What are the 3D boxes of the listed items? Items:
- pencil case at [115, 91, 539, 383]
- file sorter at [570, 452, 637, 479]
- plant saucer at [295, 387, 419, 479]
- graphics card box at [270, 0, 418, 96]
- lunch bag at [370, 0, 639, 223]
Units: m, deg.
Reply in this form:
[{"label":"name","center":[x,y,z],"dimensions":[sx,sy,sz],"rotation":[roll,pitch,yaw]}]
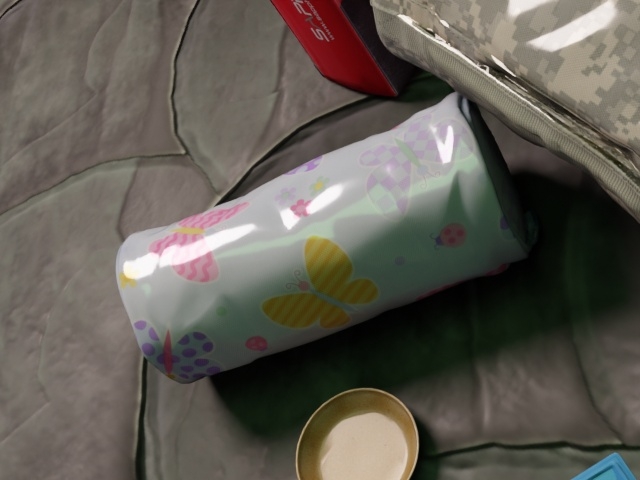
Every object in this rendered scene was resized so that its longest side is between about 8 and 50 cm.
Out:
[{"label":"pencil case","center":[0.000,0.000,0.665],"dimensions":[0.273,0.113,0.124],"rotation":[-23,33,13]},{"label":"file sorter","center":[0.111,0.209,0.474],"dimensions":[0.170,0.104,0.118],"rotation":[-34,50,6]},{"label":"plant saucer","center":[0.025,0.134,0.627],"dimensions":[0.083,0.015,0.083],"rotation":[-14,55,20]},{"label":"graphics card box","center":[0.088,-0.320,0.744],"dimensions":[0.094,0.233,0.371],"rotation":[28,75,42]},{"label":"lunch bag","center":[0.201,-0.124,0.539],"dimensions":[0.256,0.213,0.305],"rotation":[-33,50,-14]}]
